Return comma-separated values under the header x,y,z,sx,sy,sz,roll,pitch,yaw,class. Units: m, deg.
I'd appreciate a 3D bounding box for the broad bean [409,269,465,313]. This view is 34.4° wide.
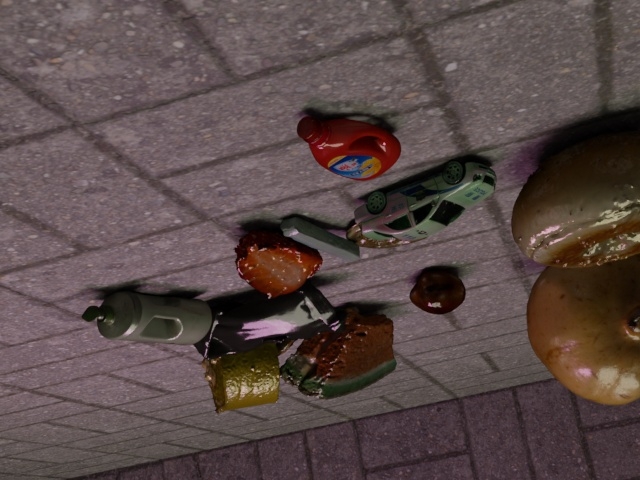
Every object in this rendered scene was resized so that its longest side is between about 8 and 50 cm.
x,y,z,sx,sy,sz,roll,pitch,yaw,class
0.238,0.110,2.094,0.114,0.084,0.165,6,169,4,broad bean

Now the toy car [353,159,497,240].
x,y,z,sx,sy,sz,roll,pitch,yaw,class
0.161,-0.052,1.561,0.224,0.076,0.090,-21,158,31,toy car

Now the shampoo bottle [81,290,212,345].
x,y,z,sx,sy,sz,roll,pitch,yaw,class
-0.321,0.141,1.875,0.118,0.087,0.234,-20,160,38,shampoo bottle

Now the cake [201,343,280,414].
x,y,z,sx,sy,sz,roll,pitch,yaw,class
-0.171,0.268,2.194,0.156,0.179,0.260,-4,160,-12,cake

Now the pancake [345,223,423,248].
x,y,z,sx,sy,sz,roll,pitch,yaw,class
0.111,-0.015,1.722,0.152,0.025,0.151,-3,164,-1,pancake

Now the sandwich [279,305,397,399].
x,y,z,sx,sy,sz,roll,pitch,yaw,class
0.067,0.241,2.264,0.292,0.109,0.212,6,120,-50,sandwich

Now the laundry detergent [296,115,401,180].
x,y,z,sx,sy,sz,roll,pitch,yaw,class
0.032,-0.124,1.317,0.097,0.049,0.165,-27,155,26,laundry detergent

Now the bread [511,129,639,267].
x,y,z,sx,sy,sz,roll,pitch,yaw,class
0.430,-0.064,1.534,0.306,0.158,0.305,-6,161,-2,bread

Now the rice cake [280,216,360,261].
x,y,z,sx,sy,sz,roll,pitch,yaw,class
0.000,0.000,1.676,0.042,0.030,0.180,-11,158,36,rice cake

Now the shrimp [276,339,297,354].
x,y,z,sx,sy,sz,roll,pitch,yaw,class
-0.051,0.193,2.242,0.124,0.034,0.178,-47,177,16,shrimp

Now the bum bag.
x,y,z,sx,sy,sz,roll,pitch,yaw,class
-0.109,0.151,2.006,0.327,0.079,0.142,-12,127,12,bum bag

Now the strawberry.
x,y,z,sx,sy,sz,roll,pitch,yaw,class
-0.077,0.022,1.679,0.121,0.082,0.188,-34,147,10,strawberry

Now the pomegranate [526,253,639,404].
x,y,z,sx,sy,sz,roll,pitch,yaw,class
0.579,0.162,2.034,0.343,0.342,0.342,-9,162,-3,pomegranate
